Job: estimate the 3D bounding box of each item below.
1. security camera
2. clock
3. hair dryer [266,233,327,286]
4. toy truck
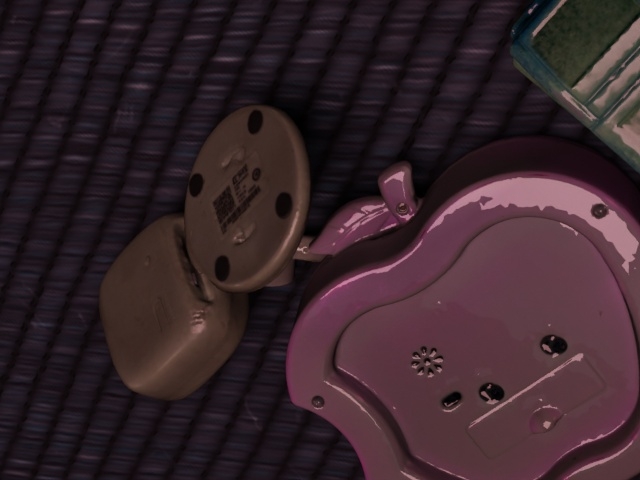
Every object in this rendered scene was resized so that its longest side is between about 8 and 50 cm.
[{"bbox_3d":[-0.086,0.012,1.299,0.301,0.080,0.157,-47,48,35],"label":"security camera"},{"bbox_3d":[0.143,0.079,1.268,0.339,0.102,0.338,3,110,8],"label":"clock"},{"bbox_3d":[0.000,0.000,1.334,0.137,0.047,0.082,6,111,8],"label":"hair dryer"},{"bbox_3d":[0.281,-0.109,1.148,0.279,0.156,0.155,42,116,-1],"label":"toy truck"}]
